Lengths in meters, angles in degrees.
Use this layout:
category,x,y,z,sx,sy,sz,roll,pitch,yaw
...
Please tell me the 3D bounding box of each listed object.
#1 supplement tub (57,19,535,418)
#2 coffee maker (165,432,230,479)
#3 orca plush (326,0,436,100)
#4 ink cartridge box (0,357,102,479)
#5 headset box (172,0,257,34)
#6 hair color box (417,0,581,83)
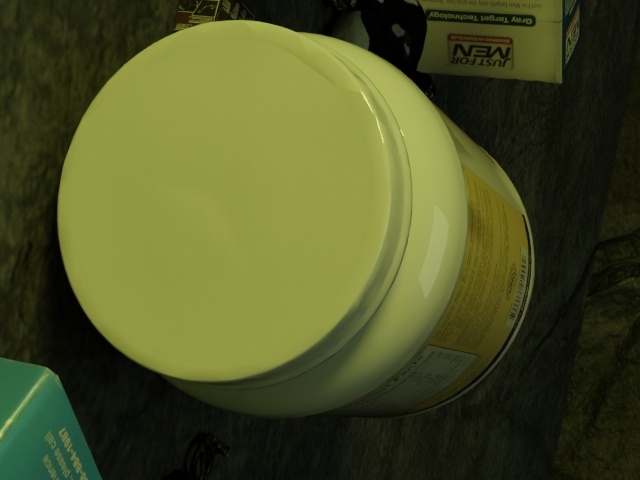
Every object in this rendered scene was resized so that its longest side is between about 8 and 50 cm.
category,x,y,z,sx,sy,sz,roll,pitch,yaw
supplement tub,0.000,0.000,0.795,0.331,0.241,0.241,22,77,-67
coffee maker,-0.040,0.236,0.868,0.120,0.178,0.171,52,50,-62
orca plush,0.050,-0.152,1.050,0.287,0.102,0.151,-40,134,-59
ink cartridge box,-0.211,0.227,0.505,0.307,0.129,0.223,-60,150,-43
headset box,-0.078,-0.134,0.832,0.062,0.032,0.083,37,64,-65
hair color box,0.168,-0.337,1.178,0.105,0.174,0.347,-59,149,-47
